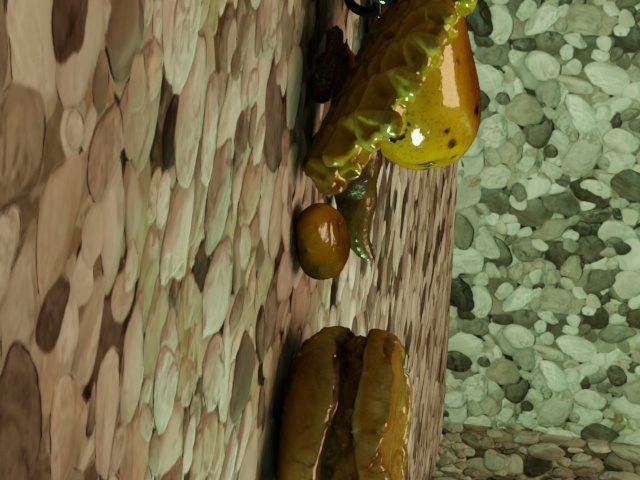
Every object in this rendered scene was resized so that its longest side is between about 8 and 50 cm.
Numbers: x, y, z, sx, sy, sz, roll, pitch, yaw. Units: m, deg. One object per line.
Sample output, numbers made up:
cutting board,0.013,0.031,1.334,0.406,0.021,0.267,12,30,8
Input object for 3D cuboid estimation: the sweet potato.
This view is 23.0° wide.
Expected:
sweet potato,0.043,-0.105,1.891,0.067,0.067,0.273,-62,151,-67

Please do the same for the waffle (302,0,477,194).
waffle,0.073,-0.183,1.693,0.283,0.065,0.309,-51,-171,28

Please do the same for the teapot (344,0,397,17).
teapot,0.103,-0.322,1.828,0.177,0.096,0.087,-40,-164,23

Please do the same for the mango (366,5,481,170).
mango,0.131,-0.222,2.084,0.191,0.160,0.290,-55,147,-55

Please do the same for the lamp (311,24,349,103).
lamp,0.008,-0.188,1.722,0.063,0.031,0.083,75,26,-62

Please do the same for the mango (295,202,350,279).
mango,0.000,0.000,1.717,0.114,0.057,0.079,53,47,-65

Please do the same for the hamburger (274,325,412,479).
hamburger,0.027,0.232,1.766,0.283,0.145,0.259,72,22,-59
